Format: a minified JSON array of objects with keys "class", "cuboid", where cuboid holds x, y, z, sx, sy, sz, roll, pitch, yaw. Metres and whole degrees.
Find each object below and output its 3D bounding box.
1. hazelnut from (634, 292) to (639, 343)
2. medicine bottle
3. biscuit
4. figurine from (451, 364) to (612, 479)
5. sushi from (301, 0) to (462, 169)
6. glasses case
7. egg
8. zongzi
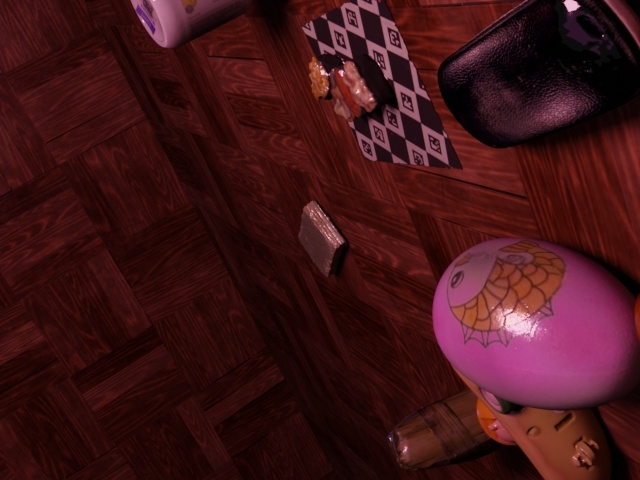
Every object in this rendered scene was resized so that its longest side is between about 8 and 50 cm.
[{"class":"hazelnut","cuboid":[0.347,0.076,0.797,0.086,0.086,0.086,51,162,23]},{"class":"medicine bottle","cuboid":[-0.166,-0.387,1.207,0.135,0.215,0.135,51,163,23]},{"class":"biscuit","cuboid":[0.000,0.000,1.749,0.121,0.041,0.199,55,164,15]},{"class":"figurine","cuboid":[0.297,0.244,1.193,0.324,0.124,0.222,54,164,-2]},{"class":"sushi","cuboid":[0.058,-0.209,1.178,0.263,0.050,0.290,63,163,-16]},{"class":"glasses case","cuboid":[0.202,-0.161,0.789,0.122,0.075,0.314,50,168,-6]},{"class":"egg","cuboid":[0.251,0.095,0.936,0.271,0.196,0.196,10,133,45]},{"class":"zongzi","cuboid":[0.224,0.348,1.424,0.242,0.221,0.112,82,166,-59]}]
